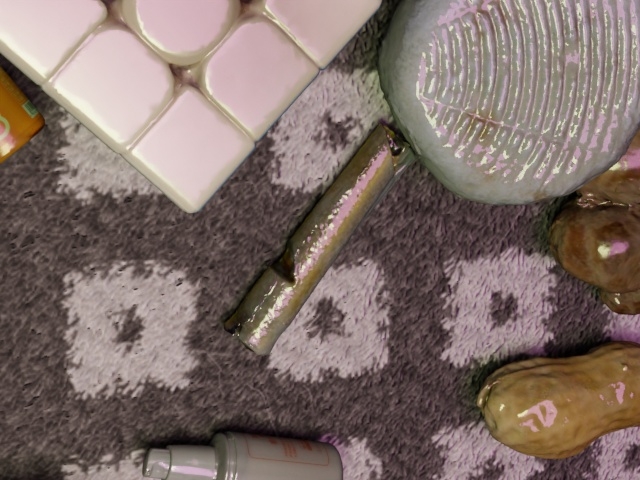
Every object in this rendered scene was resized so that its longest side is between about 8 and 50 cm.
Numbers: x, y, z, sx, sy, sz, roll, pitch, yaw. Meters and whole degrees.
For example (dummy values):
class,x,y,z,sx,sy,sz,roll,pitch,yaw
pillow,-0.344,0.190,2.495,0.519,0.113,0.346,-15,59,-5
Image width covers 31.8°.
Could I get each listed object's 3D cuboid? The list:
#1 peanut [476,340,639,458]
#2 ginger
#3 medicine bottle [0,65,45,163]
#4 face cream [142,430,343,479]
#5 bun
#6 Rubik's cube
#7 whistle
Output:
class,x,y,z,sx,sy,sz,roll,pitch,yaw
peanut,0.363,0.216,1.547,0.313,0.149,0.149,-13,109,-21
ginger,0.407,-0.042,1.492,0.244,0.155,0.304,2,112,-27
medicine bottle,-0.385,-0.168,1.179,0.096,0.096,0.192,-39,106,-6
face cream,-0.102,0.292,1.417,0.251,0.101,0.101,12,100,-22
bun,0.228,-0.215,1.340,0.354,0.194,0.355,-2,102,-10
Rubik's cube,-0.166,-0.247,1.143,0.291,0.290,0.292,41,90,-24
whistle,0.000,0.000,1.397,0.068,0.057,0.326,38,89,-27
